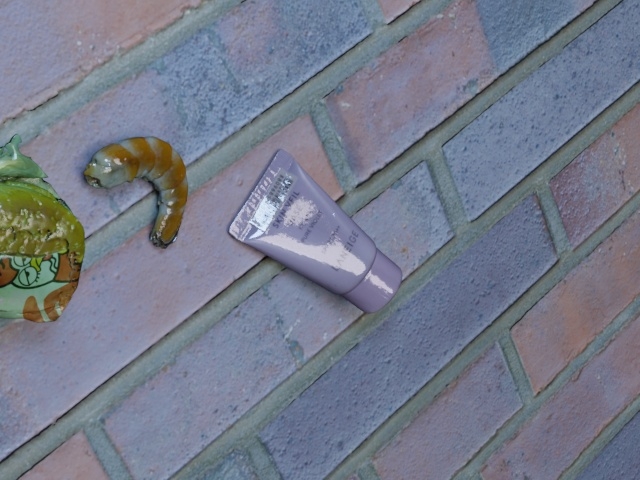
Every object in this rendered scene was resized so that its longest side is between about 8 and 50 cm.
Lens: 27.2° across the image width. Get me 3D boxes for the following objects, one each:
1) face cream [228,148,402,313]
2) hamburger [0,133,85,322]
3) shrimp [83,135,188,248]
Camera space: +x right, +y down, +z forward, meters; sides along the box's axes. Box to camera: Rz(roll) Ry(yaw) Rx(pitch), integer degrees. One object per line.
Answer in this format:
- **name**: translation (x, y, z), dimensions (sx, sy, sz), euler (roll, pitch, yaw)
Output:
- **face cream**: translation (0.000, 0.000, 1.994), dimensions (0.274, 0.096, 0.154), euler (38, 77, -24)
- **hamburger**: translation (-0.389, -0.010, 1.637), dimensions (0.214, 0.125, 0.235), euler (18, 101, -50)
- **shrimp**: translation (-0.251, -0.059, 1.802), dimensions (0.161, 0.049, 0.166), euler (-18, 117, -37)
